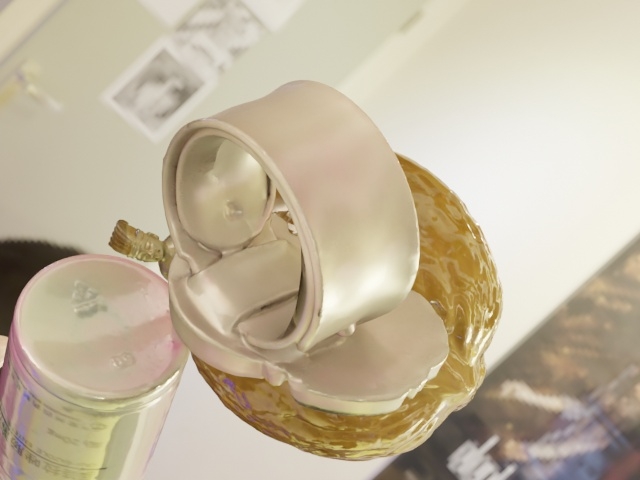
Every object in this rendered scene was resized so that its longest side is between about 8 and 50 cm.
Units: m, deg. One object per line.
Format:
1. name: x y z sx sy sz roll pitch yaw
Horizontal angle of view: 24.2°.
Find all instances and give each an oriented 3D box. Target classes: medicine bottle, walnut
1. medicine bottle: -0.212 0.145 1.325 0.152 0.254 0.152 11 48 -12
2. walnut: 0.023 0.060 1.460 0.333 0.333 0.333 46 7 -7

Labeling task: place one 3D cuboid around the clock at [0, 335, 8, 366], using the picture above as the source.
1. clock: -0.644 0.188 2.056 0.377 0.368 0.250 20 45 -44

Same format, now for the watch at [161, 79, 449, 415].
1. watch: 0.000 0.000 1.186 0.196 0.231 0.244 -24 55 -35

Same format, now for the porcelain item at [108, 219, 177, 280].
1. porcelain item: -0.145 0.026 1.773 0.213 0.084 0.054 18 14 -18
